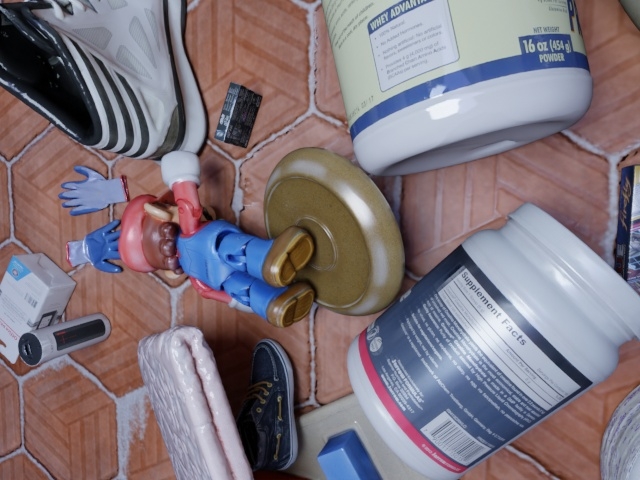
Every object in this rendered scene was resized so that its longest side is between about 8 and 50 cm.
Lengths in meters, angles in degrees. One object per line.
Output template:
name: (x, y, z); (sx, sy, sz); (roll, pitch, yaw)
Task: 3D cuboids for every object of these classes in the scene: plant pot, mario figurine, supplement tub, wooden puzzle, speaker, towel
plant pot: (0.000, 0.000, 0.543); (0.236, 0.032, 0.237); (27, 132, 36)
mario figurine: (-0.144, -0.006, 0.609); (0.320, 0.170, 0.198); (20, 91, 27)
supplement tub: (0.181, 0.111, 0.470); (0.272, 0.191, 0.191); (-45, 80, 16)
wooden puzzle: (0.033, 0.410, 0.603); (0.347, 0.080, 0.322); (-32, 83, 18)
supplement tub: (0.120, -0.250, 0.441); (0.235, 0.235, 0.325); (-12, 90, 20)
speaker: (-0.429, 0.164, 0.716); (0.055, 0.136, 0.055); (1, 94, 19)
towel: (-0.170, 0.276, 0.583); (0.331, 0.053, 0.317); (-26, 83, 56)

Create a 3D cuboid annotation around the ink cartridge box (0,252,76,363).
ink cartridge box: (-0.550, 0.126, 0.795); (0.104, 0.060, 0.180); (36, 104, 13)

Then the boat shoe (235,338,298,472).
boat shoe: (-0.082, 0.224, 0.596); (0.065, 0.083, 0.184); (-27, 59, 23)

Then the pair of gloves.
pair of gloves: (-0.402, -0.038, 0.752); (0.159, 0.023, 0.198); (-6, 93, 19)

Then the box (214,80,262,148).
box: (-0.119, -0.181, 0.619); (0.018, 0.067, 0.083); (23, 102, 16)

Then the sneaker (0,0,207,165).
sneaker: (-0.318, -0.328, 0.576); (0.169, 0.257, 0.448); (-20, 87, 20)

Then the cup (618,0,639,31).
cup: (0.384, -0.280, 0.332); (0.330, 0.331, 0.237); (-11, 116, 20)

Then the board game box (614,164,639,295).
board game box: (0.459, 0.002, 0.444); (0.243, 0.042, 0.165); (3, 95, 19)

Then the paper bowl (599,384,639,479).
paper bowl: (0.455, 0.272, 0.412); (0.284, 0.148, 0.285); (1, 94, 18)
